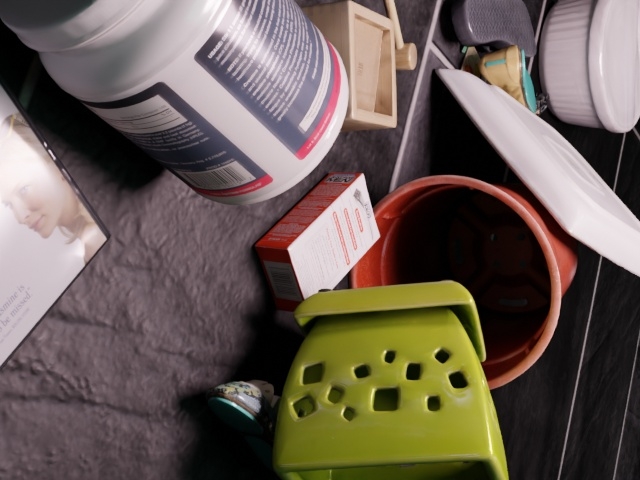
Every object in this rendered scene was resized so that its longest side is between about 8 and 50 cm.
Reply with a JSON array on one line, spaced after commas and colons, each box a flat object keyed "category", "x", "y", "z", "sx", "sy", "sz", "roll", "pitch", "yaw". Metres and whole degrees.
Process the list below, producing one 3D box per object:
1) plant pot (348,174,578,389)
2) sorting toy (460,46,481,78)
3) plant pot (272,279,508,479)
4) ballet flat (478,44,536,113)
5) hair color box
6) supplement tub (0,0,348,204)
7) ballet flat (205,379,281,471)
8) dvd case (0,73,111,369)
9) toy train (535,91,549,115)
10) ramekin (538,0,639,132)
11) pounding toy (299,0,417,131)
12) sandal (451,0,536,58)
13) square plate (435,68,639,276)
[{"category": "plant pot", "x": 0.217, "y": 0.033, "z": 1.250, "sx": 0.265, "sy": 0.272, "sz": 0.272, "roll": -20, "pitch": 110, "yaw": -60}, {"category": "sorting toy", "x": 0.226, "y": -0.266, "z": 1.418, "sx": 0.083, "sy": 0.012, "sz": 0.062, "roll": 51, "pitch": 54, "yaw": -45}, {"category": "plant pot", "x": 0.083, "y": 0.172, "z": 1.031, "sx": 0.228, "sy": 0.227, "sz": 0.207, "roll": 62, "pitch": 26, "yaw": -61}, {"category": "ballet flat", "x": 0.291, "y": -0.247, "z": 1.457, "sx": 0.232, "sy": 0.073, "sz": 0.080, "roll": 34, "pitch": 52, "yaw": -69}, {"category": "hair color box", "x": 0.000, "y": 0.000, "z": 1.099, "sx": 0.167, "sy": 0.053, "sz": 0.093, "roll": -44, "pitch": 129, "yaw": -41}, {"category": "supplement tub", "x": -0.115, "y": -0.167, "z": 0.797, "sx": 0.272, "sy": 0.191, "sz": 0.191, "roll": 41, "pitch": 61, "yaw": -49}, {"category": "ballet flat", "x": -0.068, "y": 0.189, "z": 1.021, "sx": 0.070, "sy": 0.070, "sz": 0.188, "roll": -63, "pitch": 149, "yaw": -28}, {"category": "dvd case", "x": -0.280, "y": -0.033, "z": 0.728, "sx": 0.180, "sy": 0.022, "sz": 0.253, "roll": -57, "pitch": 136, "yaw": -34}, {"category": "toy train", "x": 0.351, "y": -0.213, "z": 1.589, "sx": 0.158, "sy": 0.027, "sz": 0.036, "roll": -37, "pitch": 134, "yaw": -46}, {"category": "ramekin", "x": 0.494, "y": -0.328, "z": 1.689, "sx": 0.273, "sy": 0.127, "sz": 0.272, "roll": -9, "pitch": 101, "yaw": -53}, {"category": "pounding toy", "x": 0.036, "y": -0.221, "z": 1.098, "sx": 0.206, "sy": 0.094, "sz": 0.181, "roll": -4, "pitch": 92, "yaw": -64}, {"category": "sandal", "x": 0.261, "y": -0.330, "z": 1.430, "sx": 0.254, "sy": 0.054, "sz": 0.097, "roll": -3, "pitch": 84, "yaw": -52}, {"category": "square plate", "x": 0.350, "y": -0.098, "z": 1.358, "sx": 0.049, "sy": 0.347, "sz": 0.344, "roll": -46, "pitch": 141, "yaw": 21}]
